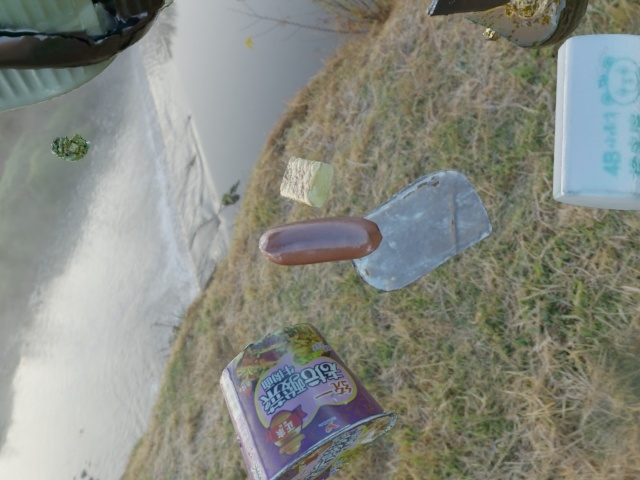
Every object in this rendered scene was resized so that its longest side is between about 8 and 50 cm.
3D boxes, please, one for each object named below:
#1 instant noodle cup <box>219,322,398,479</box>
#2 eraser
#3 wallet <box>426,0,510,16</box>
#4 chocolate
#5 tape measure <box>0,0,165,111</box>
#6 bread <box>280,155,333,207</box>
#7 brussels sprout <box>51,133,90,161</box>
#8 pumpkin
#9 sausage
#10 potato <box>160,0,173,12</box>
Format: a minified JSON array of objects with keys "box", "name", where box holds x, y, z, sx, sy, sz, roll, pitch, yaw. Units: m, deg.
[{"box":[-0.045,0.356,1.209,0.340,0.340,0.266,-51,57,27],"name":"instant noodle cup"},{"box":[0.512,-0.204,0.993,0.104,0.189,0.290,45,-131,-81],"name":"eraser"},{"box":[0.423,-0.666,1.499,0.030,0.285,0.146,62,152,25],"name":"wallet"},{"box":[0.166,-0.022,1.033,0.254,0.157,0.080,-31,10,5],"name":"chocolate"},{"box":[-0.177,-0.164,0.297,0.115,0.235,0.207,90,164,-56],"name":"tape measure"},{"box":[-0.040,-0.171,1.624,0.188,0.068,0.125,25,103,58],"name":"bread"},{"box":[-0.609,-0.221,1.374,0.058,0.085,0.085,-41,45,46],"name":"brussels sprout"},{"box":[0.463,-0.488,1.272,0.248,0.131,0.126,1,120,44],"name":"pumpkin"},{"box":[0.000,0.000,0.896,0.077,0.194,0.077,175,90,-87],"name":"sausage"},{"box":[-0.452,-0.531,0.955,0.319,0.385,0.442,-16,67,37],"name":"potato"}]
